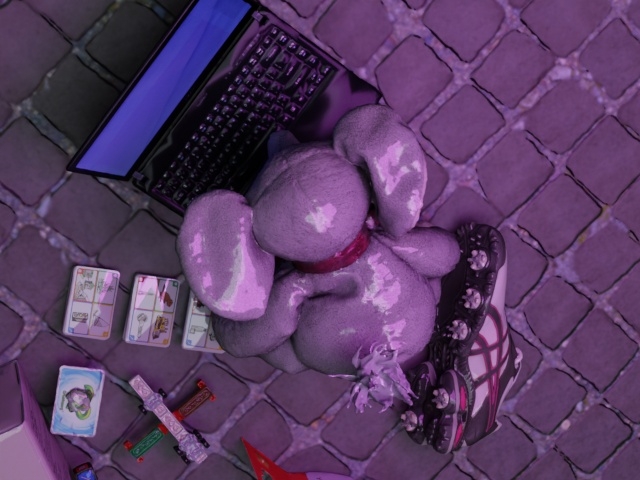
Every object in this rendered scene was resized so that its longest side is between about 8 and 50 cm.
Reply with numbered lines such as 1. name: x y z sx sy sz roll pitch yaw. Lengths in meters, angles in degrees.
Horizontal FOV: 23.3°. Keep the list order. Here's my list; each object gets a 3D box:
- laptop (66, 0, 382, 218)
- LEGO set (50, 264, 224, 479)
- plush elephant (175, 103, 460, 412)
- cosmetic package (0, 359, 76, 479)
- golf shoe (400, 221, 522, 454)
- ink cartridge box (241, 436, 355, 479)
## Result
1. laptop: -0.088 -0.112 1.565 0.264 0.136 0.234 35 99 -23
2. LEGO set: -0.201 0.154 1.696 0.183 0.060 0.244 8 96 -17
3. plush elephant: 0.000 0.000 1.535 0.272 0.330 0.255 -21 109 -3
4. cosmetic package: -0.307 0.304 1.654 0.113 0.160 0.309 -24 113 -4
5. golf shoe: 0.171 0.107 1.752 0.120 0.105 0.272 -2 113 -38
6. ink cartridge box: 0.022 0.304 1.728 0.056 0.181 0.225 -45 113 4
